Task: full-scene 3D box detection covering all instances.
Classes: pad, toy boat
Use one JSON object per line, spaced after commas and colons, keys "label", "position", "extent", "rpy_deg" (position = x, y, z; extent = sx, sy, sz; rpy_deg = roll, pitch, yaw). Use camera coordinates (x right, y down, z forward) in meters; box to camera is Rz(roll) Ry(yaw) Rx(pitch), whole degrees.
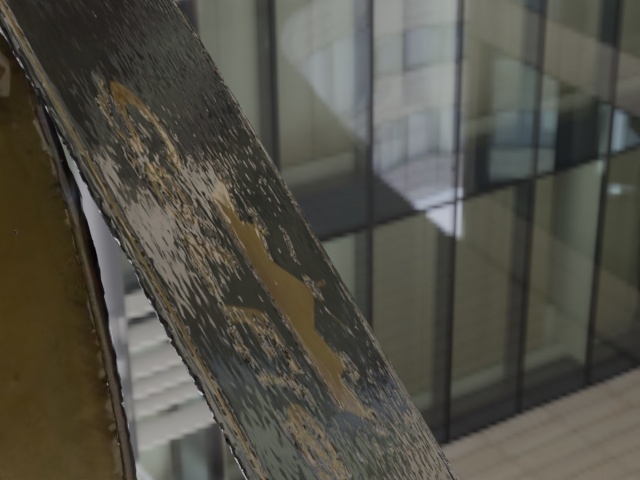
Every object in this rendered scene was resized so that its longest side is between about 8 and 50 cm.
{"label": "pad", "position": [-0.001, 0.000, 0.414], "extent": [0.063, 0.375, 0.315], "rpy_deg": [-34, 166, 11]}
{"label": "toy boat", "position": [-0.143, 0.059, 0.526], "extent": [0.121, 0.321, 0.089], "rpy_deg": [14, -147, 38]}
